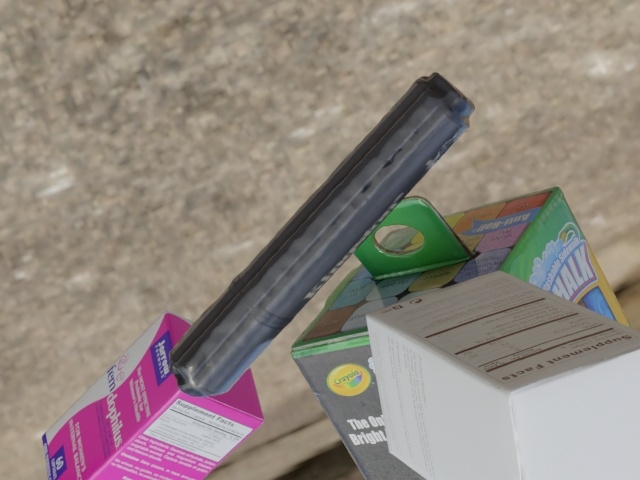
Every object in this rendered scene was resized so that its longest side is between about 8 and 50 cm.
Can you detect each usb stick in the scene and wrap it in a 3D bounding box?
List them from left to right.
[{"bbox_3d":[0.000,0.000,1.008,0.278,0.045,0.077,-48,161,9],"label":"usb stick"}]

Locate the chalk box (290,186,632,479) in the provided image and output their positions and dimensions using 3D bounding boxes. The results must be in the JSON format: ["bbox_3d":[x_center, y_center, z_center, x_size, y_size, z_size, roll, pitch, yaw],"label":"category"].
[{"bbox_3d":[0.115,0.084,1.130,0.180,0.289,0.179,-13,-156,40],"label":"chalk box"}]

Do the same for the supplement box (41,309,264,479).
[{"bbox_3d":[-0.174,0.193,1.500,0.114,0.111,0.220,29,118,-36],"label":"supplement box"}]

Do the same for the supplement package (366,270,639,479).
[{"bbox_3d":[0.119,0.098,0.898,0.105,0.105,0.179,-16,-161,-21],"label":"supplement package"}]
